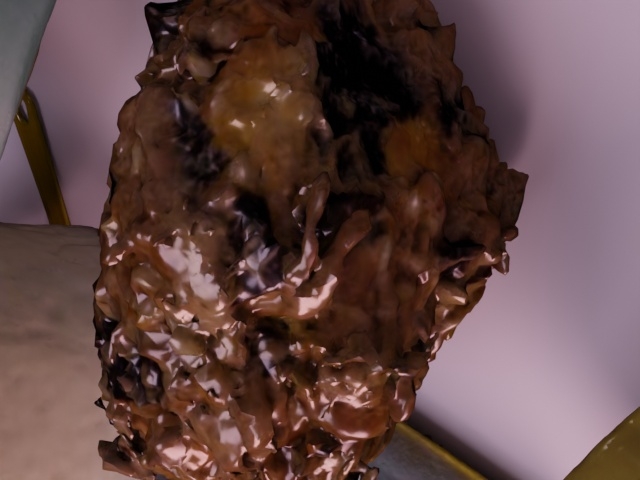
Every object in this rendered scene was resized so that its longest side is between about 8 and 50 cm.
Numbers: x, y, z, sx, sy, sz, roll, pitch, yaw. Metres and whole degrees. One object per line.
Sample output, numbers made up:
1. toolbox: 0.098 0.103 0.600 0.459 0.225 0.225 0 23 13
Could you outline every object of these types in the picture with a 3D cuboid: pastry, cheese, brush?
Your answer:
1. pastry: 0.000 0.000 0.464 0.193 0.274 0.274 9 129 -6
2. cheese: -0.261 0.128 0.705 0.332 0.153 0.292 -2 83 54
3. brush: -0.207 -0.022 0.777 0.083 0.011 0.205 9 120 38

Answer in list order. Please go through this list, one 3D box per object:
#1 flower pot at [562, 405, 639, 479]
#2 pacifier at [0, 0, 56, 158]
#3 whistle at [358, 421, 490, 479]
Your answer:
1. flower pot: 0.190 0.158 0.427 0.179 0.195 0.195 46 137 26
2. pacifier: -0.291 -0.144 0.549 0.288 0.343 0.269 -5 152 45
3. whistle: 0.006 0.114 0.638 0.326 0.057 0.068 33 175 22
